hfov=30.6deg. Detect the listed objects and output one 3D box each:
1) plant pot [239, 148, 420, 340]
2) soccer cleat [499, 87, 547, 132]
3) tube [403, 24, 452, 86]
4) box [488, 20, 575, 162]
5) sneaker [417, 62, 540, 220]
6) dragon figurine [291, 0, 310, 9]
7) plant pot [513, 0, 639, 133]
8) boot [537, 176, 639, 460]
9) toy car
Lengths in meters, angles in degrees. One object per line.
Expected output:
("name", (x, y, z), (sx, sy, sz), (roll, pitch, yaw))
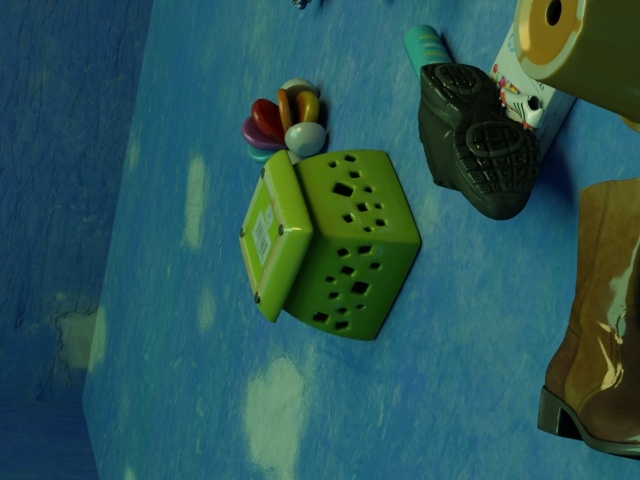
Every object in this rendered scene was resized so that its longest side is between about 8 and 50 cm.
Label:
("plant pot", (0.000, 0.000, 1.811), (0.228, 0.207, 0.227), (-109, 32, -45))
("soccer cleat", (0.241, -0.162, 1.381), (0.035, 0.029, 0.083), (-61, 35, 28))
("tube", (0.164, -0.231, 1.637), (0.207, 0.080, 0.052), (-105, 24, -50))
("box", (0.244, -0.156, 1.458), (0.145, 0.038, 0.186), (-108, 33, -45))
("sneaker", (0.187, -0.103, 1.429), (0.286, 0.109, 0.130), (-103, 18, -52))
("dragon figurine", (-0.026, -0.571, 2.178), (0.085, 0.144, 0.289), (-21, 46, 68))
("plant pot", (0.298, -0.206, 1.123), (0.205, 0.188, 0.205), (-174, 90, -68))
("boot", (0.327, 0.076, 1.171), (0.264, 0.096, 0.280), (-178, 100, -76))
("toy car", (-0.076, -0.204, 2.145), (0.182, 0.136, 0.159), (119, 148, -46))
